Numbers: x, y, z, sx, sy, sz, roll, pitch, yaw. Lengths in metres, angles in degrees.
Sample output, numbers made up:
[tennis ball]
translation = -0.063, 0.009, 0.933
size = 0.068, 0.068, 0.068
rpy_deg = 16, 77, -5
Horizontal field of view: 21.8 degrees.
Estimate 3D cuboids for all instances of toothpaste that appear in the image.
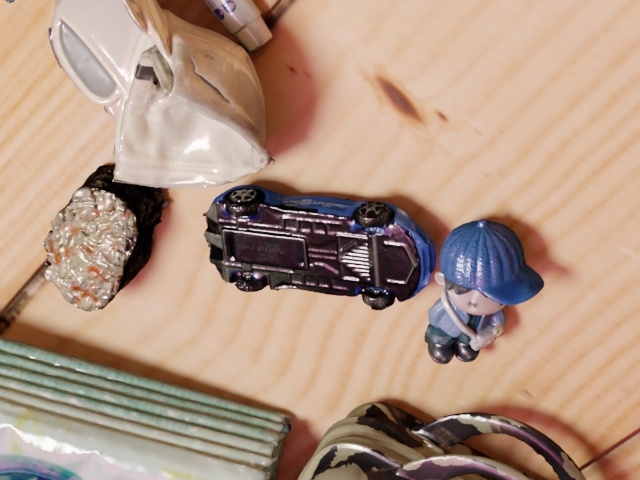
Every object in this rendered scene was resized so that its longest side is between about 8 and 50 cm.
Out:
[toothpaste]
translation = -0.116, -0.252, 1.402
size = 0.052, 0.033, 0.218
rpy_deg = -30, 102, 42

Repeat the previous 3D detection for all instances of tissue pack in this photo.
[tissue pack]
translation = -0.245, 0.263, 1.694
size = 0.388, 0.162, 0.287
rpy_deg = 15, 126, 5

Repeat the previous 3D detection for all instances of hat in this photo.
[hat]
translation = -0.133, -0.167, 1.437
size = 0.219, 0.164, 0.226
rpy_deg = 148, 116, -64

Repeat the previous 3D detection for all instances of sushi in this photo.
[sushi]
translation = -0.208, -0.003, 1.584
size = 0.090, 0.078, 0.150
rpy_deg = 32, 131, 4

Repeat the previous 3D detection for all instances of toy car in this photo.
[toy car]
translation = 0.000, 0.000, 1.492
size = 0.216, 0.063, 0.103
rpy_deg = 6, 124, 16

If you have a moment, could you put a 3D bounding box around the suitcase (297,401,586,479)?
[suitcase]
translation = 0.121, 0.315, 1.558
size = 0.351, 0.194, 0.339
rpy_deg = 29, 127, 7

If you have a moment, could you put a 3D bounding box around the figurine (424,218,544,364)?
[figurine]
translation = 0.137, 0.046, 1.454
size = 0.086, 0.087, 0.149
rpy_deg = -1, 144, -16

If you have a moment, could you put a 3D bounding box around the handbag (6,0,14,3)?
[handbag]
translation = -0.264, -0.329, 1.394
size = 0.179, 0.062, 0.229
rpy_deg = 40, 130, 4
